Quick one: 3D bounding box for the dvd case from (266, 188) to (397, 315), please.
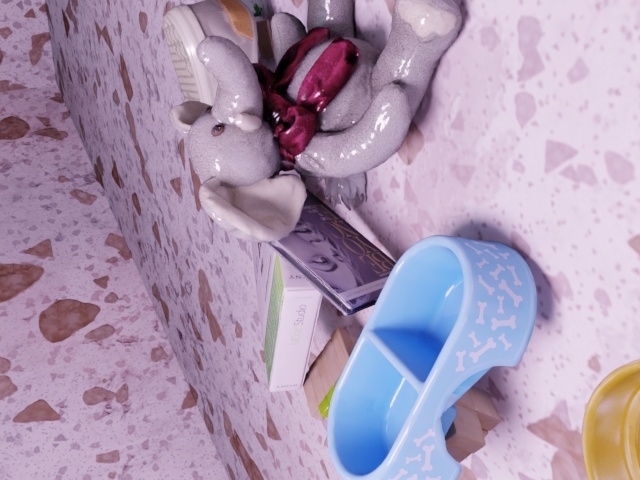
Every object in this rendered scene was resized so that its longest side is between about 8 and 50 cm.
[{"bbox_3d":[0.000,0.000,0.770,0.221,0.164,0.018,41,117,23],"label":"dvd case"}]

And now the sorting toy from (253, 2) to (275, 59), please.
[{"bbox_3d":[-0.086,-0.321,0.960,0.062,0.012,0.083,28,133,61],"label":"sorting toy"}]

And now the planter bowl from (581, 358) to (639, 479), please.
[{"bbox_3d":[0.297,0.166,0.425,0.217,0.090,0.217,40,139,47],"label":"planter bowl"}]

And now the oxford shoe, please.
[{"bbox_3d":[-0.150,-0.218,1.037,0.169,0.130,0.449,56,164,19],"label":"oxford shoe"}]

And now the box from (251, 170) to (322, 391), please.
[{"bbox_3d":[-0.060,0.029,0.953,0.232,0.058,0.322,101,164,-44],"label":"box"}]

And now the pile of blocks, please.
[{"bbox_3d":[0.097,0.223,0.802,0.362,0.112,0.149,7,72,66],"label":"pile of blocks"}]

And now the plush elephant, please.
[{"bbox_3d":[-0.045,-0.149,0.711,0.272,0.255,0.330,50,146,38],"label":"plush elephant"}]

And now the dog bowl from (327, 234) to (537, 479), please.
[{"bbox_3d":[0.099,0.127,0.640,0.298,0.074,0.166,-65,27,9],"label":"dog bowl"}]
